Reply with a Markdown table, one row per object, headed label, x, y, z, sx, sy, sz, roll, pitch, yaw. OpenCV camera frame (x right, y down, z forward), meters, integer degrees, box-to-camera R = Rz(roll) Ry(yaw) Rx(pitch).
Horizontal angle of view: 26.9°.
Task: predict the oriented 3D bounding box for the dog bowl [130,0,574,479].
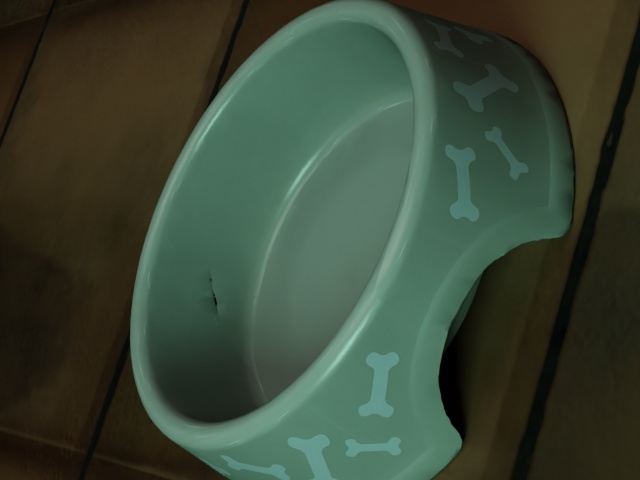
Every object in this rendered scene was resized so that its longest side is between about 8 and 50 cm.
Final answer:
| label | x | y | z | sx | sy | sz | roll | pitch | yaw |
| --- | --- | --- | --- | --- | --- | --- | --- | --- | --- |
| dog bowl | 0.000 | 0.000 | 0.868 | 0.348 | 0.102 | 0.349 | -33 | 44 | 39 |
